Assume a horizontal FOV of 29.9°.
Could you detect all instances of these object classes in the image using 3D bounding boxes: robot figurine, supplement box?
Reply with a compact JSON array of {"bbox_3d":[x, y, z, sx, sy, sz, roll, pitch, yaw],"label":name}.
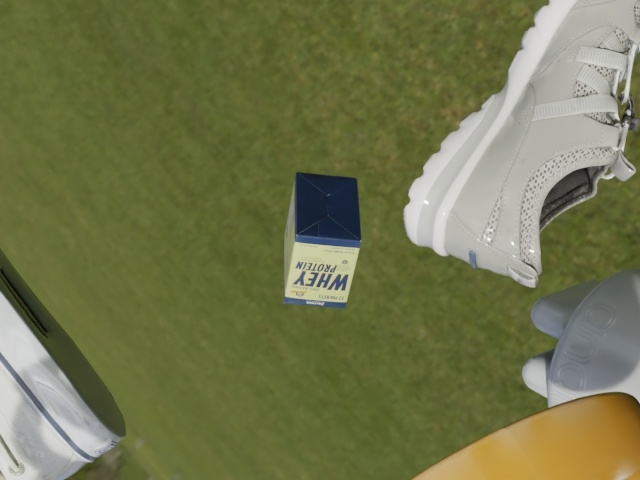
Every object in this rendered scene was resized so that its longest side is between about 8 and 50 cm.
[{"bbox_3d":[0.370,0.154,1.189,0.353,0.200,0.300,25,124,43],"label":"robot figurine"},{"bbox_3d":[0.000,0.000,1.042,0.083,0.056,0.083,-91,9,-46],"label":"supplement box"}]

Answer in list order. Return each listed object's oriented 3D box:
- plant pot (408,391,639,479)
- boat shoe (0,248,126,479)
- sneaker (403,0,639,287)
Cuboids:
[{"bbox_3d":[0.140,0.220,0.687,0.205,0.205,0.188,80,164,-64],"label":"plant pot"},{"bbox_3d":[-0.329,0.061,0.992,0.367,0.156,0.136,54,-179,-9],"label":"boat shoe"},{"bbox_3d":[0.182,-0.085,0.849,0.115,0.281,0.105,34,171,21],"label":"sneaker"}]
